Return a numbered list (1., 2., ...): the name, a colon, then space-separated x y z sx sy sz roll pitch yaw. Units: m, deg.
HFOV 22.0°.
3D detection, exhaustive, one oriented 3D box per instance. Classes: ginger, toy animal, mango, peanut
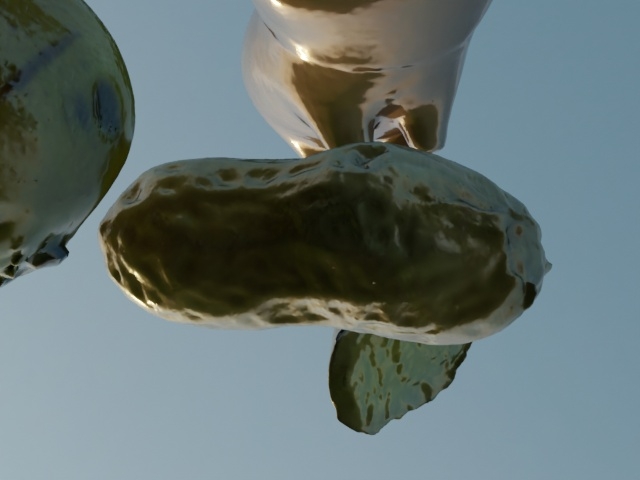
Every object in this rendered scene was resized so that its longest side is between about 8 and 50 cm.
1. ginger: 0.039 0.063 1.320 0.123 0.193 0.115 7 -43 39
2. toy animal: 0.030 -0.188 1.242 0.326 0.237 0.269 151 -78 -74
3. mango: -0.201 -0.067 0.631 0.130 0.262 0.167 123 -29 -45
4. peanut: 0.000 0.000 0.775 0.214 0.099 0.099 1 -79 12
